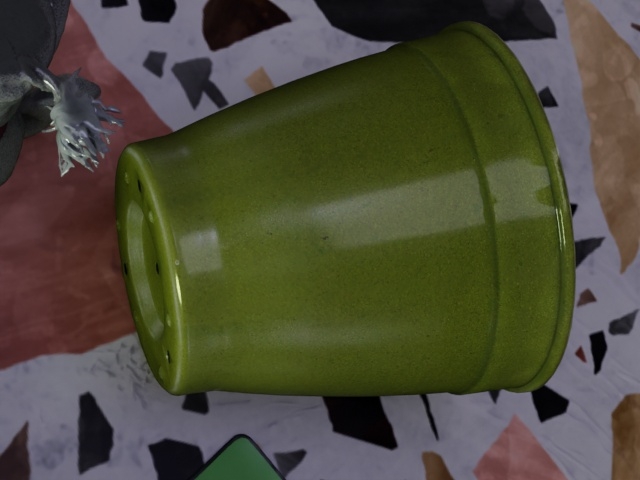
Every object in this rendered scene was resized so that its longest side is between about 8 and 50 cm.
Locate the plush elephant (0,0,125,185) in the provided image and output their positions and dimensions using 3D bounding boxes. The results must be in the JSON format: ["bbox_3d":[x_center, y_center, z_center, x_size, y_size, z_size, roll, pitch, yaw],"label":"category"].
[{"bbox_3d":[-0.334,-0.146,1.535,0.330,0.255,0.272,50,51,2],"label":"plush elephant"}]

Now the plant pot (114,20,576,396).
[{"bbox_3d":[0.000,0.000,1.617,0.353,0.366,0.366,-11,81,-16],"label":"plant pot"}]

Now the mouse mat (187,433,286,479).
[{"bbox_3d":[-0.090,0.299,1.654,0.189,0.007,0.152,-42,96,-31],"label":"mouse mat"}]
